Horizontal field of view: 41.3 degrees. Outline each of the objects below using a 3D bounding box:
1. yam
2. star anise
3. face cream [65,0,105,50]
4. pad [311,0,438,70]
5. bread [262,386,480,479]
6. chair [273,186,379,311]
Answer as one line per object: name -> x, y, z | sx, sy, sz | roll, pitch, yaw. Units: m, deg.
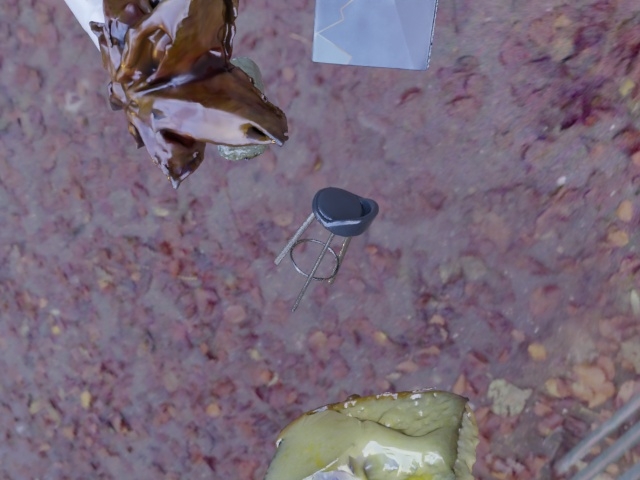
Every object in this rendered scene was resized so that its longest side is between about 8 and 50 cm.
yam -> -0.119, -0.197, 1.276 | 0.078, 0.179, 0.078 | -4, 137, -4
star anise -> -0.145, -0.203, 0.837 | 0.346, 0.148, 0.237 | 64, 149, 33
face cream -> -0.313, -0.343, 1.102 | 0.244, 0.092, 0.058 | 56, 147, 17
pad -> 0.075, -0.339, 1.103 | 0.163, 0.004, 0.243 | 4, 124, 0
bread -> 0.069, 0.288, 1.039 | 0.262, 0.204, 0.163 | -7, 127, 21
chair -> 0.001, 0.001, 1.276 | 0.095, 0.104, 0.221 | 43, 136, 9
